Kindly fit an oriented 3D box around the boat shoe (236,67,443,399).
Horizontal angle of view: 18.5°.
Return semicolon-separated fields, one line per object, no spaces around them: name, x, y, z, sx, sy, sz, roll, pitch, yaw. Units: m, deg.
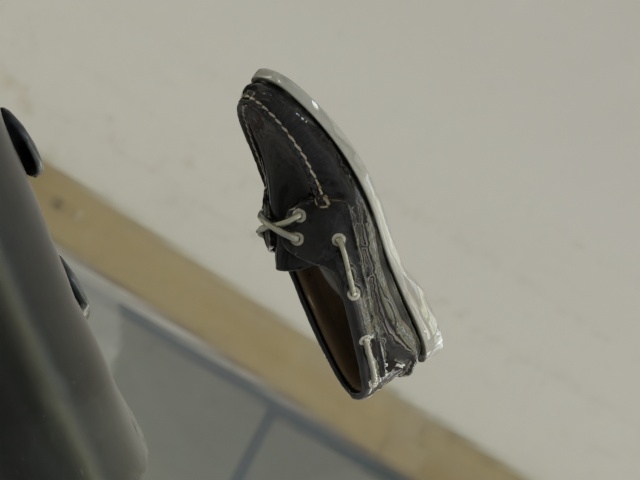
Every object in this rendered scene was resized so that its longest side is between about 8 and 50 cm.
boat shoe;0.000;0.000;0.668;0.046;0.038;0.125;27;-31;54

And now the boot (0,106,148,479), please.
boot;-0.189;-0.059;0.883;0.367;0.146;0.445;-148;-139;-65
